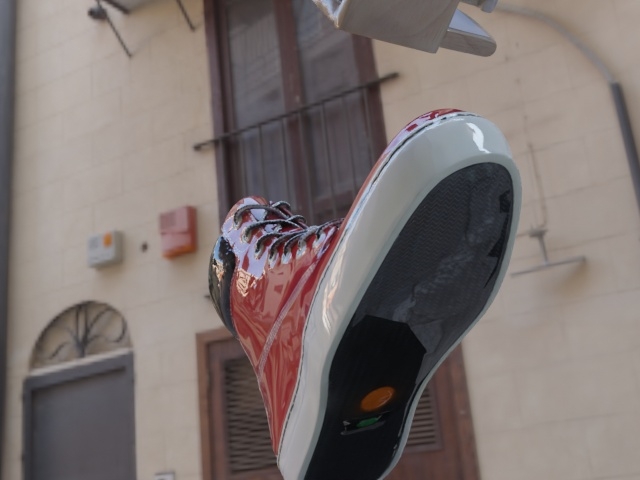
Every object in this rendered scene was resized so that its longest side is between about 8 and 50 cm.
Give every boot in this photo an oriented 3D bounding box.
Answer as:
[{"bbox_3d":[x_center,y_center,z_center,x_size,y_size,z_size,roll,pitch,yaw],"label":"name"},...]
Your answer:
[{"bbox_3d":[0.000,0.000,0.469,0.088,0.176,0.244,-7,-42,-28],"label":"boot"}]

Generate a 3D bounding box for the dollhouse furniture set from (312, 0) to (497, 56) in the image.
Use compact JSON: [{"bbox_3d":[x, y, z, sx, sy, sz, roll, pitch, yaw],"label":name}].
[{"bbox_3d":[0.092,-0.310,0.574,0.198,0.286,0.303,4,-56,-32],"label":"dollhouse furniture set"}]
